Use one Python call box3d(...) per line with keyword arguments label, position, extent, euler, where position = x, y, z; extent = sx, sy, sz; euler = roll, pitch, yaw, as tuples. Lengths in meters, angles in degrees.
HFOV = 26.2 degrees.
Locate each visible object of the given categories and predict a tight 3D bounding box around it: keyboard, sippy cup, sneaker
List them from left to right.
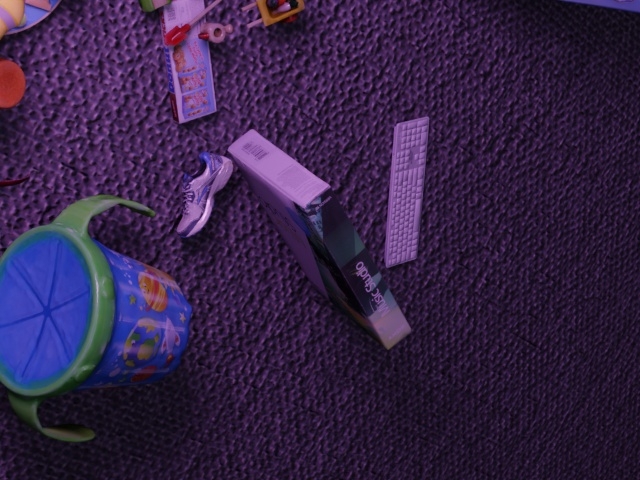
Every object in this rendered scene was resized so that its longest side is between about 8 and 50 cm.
box3d(label="sippy cup", position=(-0.308, 0.109, 1.900), extent=(0.305, 0.240, 0.224), euler=(-46, 147, 22))
box3d(label="sneaker", position=(-0.184, -0.070, 2.015), extent=(0.058, 0.052, 0.135), euler=(28, 85, -32))
box3d(label="keyboard", position=(0.143, -0.079, 2.277), extent=(0.072, 0.014, 0.256), euler=(-13, 118, -32))

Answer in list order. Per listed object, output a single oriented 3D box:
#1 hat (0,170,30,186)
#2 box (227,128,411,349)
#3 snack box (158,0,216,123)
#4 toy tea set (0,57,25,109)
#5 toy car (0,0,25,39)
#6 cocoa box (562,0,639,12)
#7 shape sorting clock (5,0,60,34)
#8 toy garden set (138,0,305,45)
box3d(label="hat", position=(-0.521, -0.048, 1.780), extent=(0.208, 0.183, 0.173), euler=(21, 92, 0))
box3d(label="box", position=(0.000, 0.000, 2.060), extent=(0.058, 0.232, 0.322), euler=(-40, 129, -9))
box3d(label="snack box", position=(-0.187, -0.256, 1.934), extent=(0.064, 0.022, 0.178), euler=(-22, 123, -29))
box3d(label="toy tea set", position=(-0.472, -0.293, 1.637), extent=(0.200, 0.124, 0.336), euler=(-30, 121, -45))
box3d(label="toy car", position=(-0.343, -0.345, 1.653), extent=(0.225, 0.053, 0.239), euler=(-7, 101, -61))
box3d(label="cocoa box", position=(0.380, -0.492, 2.115), extent=(0.347, 0.228, 0.231), euler=(0, 111, -37))
box3d(label="shape sorting clock", position=(-0.401, -0.357, 1.711), extent=(0.206, 0.040, 0.206), euler=(-17, 120, -31))
box3d(label="toy garden set", position=(-0.133, -0.363, 1.882), extent=(0.244, 0.049, 0.204), euler=(-30, 118, -25))
